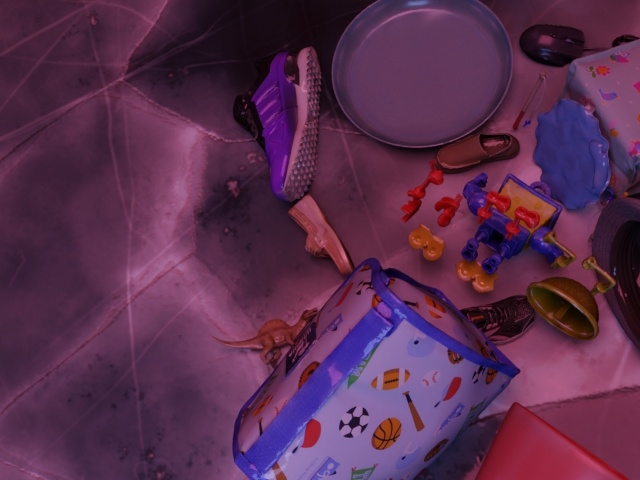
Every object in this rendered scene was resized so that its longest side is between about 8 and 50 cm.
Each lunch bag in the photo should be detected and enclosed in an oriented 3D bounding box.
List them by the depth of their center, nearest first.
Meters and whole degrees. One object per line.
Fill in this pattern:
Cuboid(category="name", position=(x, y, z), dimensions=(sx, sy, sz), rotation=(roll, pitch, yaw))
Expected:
Cuboid(category="lunch bag", position=(0.064, 0.210, 1.706), dimensions=(0.239, 0.385, 0.328), rotation=(44, 100, 23))
Cuboid(category="lunch bag", position=(0.554, -0.214, 1.935), dimensions=(0.262, 0.160, 0.223), rotation=(-19, 62, -13))

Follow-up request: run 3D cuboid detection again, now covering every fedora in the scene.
Cuboid(category="fedora", position=(0.537, 0.056, 1.810), dimensions=(0.124, 0.244, 0.275), rotation=(-11, 45, -16))

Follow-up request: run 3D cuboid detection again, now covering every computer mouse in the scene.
Cuboid(category="computer mouse", position=(0.463, -0.336, 2.059), dimensions=(0.242, 0.041, 0.071), rotation=(6, 70, 12))

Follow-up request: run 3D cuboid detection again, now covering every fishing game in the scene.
Cuboid(category="fishing game", position=(0.410, -0.142, 1.933), dimensions=(0.041, 0.189, 0.264), rotation=(-15, 58, -26))

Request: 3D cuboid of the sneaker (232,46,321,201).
Cuboid(category="sneaker", position=(-0.083, -0.198, 2.087), dimensions=(0.146, 0.102, 0.293), rotation=(-1, 64, 15))

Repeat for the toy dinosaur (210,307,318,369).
Cuboid(category="toy dinosaur", position=(-0.082, 0.171, 1.976), dimensions=(0.183, 0.053, 0.093), rotation=(-18, 52, -4))

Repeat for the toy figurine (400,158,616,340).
Cuboid(category="toy figurine", position=(0.337, -0.032, 1.894), dimensions=(0.362, 0.191, 0.217), rotation=(33, 48, 16))

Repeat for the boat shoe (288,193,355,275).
Cuboid(category="boat shoe", position=(0.000, 0.000, 2.013), dimensions=(0.059, 0.063, 0.170), rotation=(-32, 58, 0))

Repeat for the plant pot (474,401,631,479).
Cuboid(category="plant pot", position=(0.319, 0.403, 1.699), dimensions=(0.275, 0.275, 0.243), rotation=(35, 90, 21))

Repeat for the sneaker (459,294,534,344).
Cuboid(category="sneaker", position=(0.257, 0.133, 1.900), dimensions=(0.178, 0.077, 0.072), rotation=(-23, 68, 1))

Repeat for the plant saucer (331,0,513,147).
Cuboid(category="plant saucer", position=(0.179, -0.298, 2.097), dimensions=(0.317, 0.044, 0.318), rotation=(-4, 68, 10))

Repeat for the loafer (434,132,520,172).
Cuboid(category="loafer", position=(0.263, -0.155, 2.023), dimensions=(0.148, 0.050, 0.056), rotation=(-16, 67, 5))
